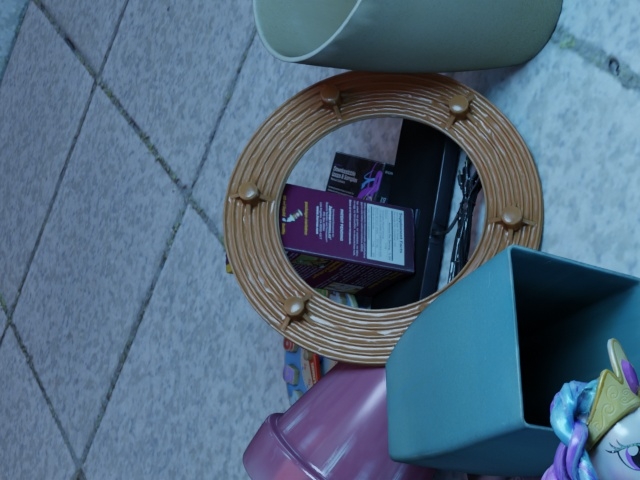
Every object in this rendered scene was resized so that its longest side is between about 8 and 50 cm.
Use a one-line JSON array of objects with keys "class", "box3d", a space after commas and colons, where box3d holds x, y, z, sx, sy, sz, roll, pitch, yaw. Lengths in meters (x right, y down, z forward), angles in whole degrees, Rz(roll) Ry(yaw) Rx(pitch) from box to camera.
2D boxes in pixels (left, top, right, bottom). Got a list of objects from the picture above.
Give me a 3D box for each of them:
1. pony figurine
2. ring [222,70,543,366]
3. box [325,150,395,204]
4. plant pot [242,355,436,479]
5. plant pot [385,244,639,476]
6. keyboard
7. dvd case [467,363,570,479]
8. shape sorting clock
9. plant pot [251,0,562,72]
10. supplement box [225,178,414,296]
[{"class": "pony figurine", "box3d": [0.233, 0.301, 1.116, 0.351, 0.303, 0.363, -46, 66, 36]}, {"class": "ring", "box3d": [0.062, -0.034, 1.491, 0.032, 0.337, 0.336, 65, -157, -67]}, {"class": "box", "box3d": [0.038, -0.023, 1.755, 0.116, 0.029, 0.162, 20, 98, 58]}, {"class": "plant pot", "box3d": [0.049, 0.211, 1.512, 0.180, 0.201, 0.201, -55, 35, 8]}, {"class": "plant pot", "box3d": [0.169, 0.133, 1.337, 0.234, 0.165, 0.165, -32, 52, 50]}, {"class": "keyboard", "box3d": [0.125, -0.006, 1.608, 0.201, 0.033, 0.317, 0, 80, 65]}, {"class": "dvd case", "box3d": [0.204, 0.253, 1.398, 0.164, 0.018, 0.221, -40, 47, 45]}, {"class": "shape sorting clock", "box3d": [-0.001, 0.138, 1.725, 0.206, 0.040, 0.206, -11, 77, 60]}, {"class": "plant pot", "box3d": [0.109, -0.275, 1.496, 0.256, 0.274, 0.256, -27, 56, 51]}, {"class": "supplement box", "box3d": [0.000, 0.000, 1.607, 0.104, 0.188, 0.080, -34, 50, 57]}]
